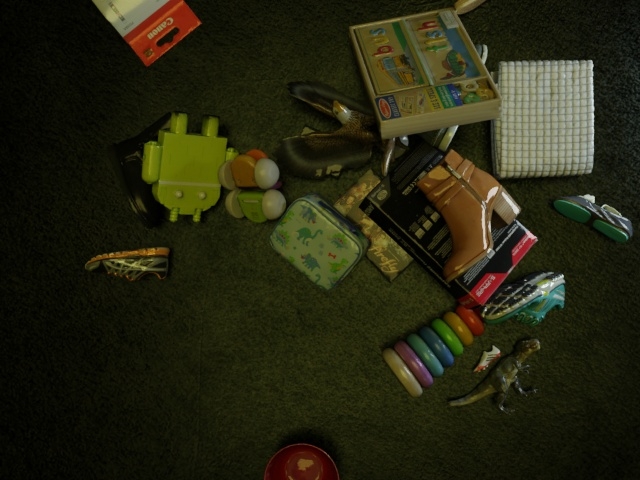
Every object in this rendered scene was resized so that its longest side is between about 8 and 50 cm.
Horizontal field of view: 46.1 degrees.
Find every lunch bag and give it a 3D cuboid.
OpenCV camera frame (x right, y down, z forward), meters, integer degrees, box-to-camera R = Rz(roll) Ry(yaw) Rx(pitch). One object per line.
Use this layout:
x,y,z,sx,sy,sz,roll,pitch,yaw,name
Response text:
0.000,0.000,1.846,0.219,0.090,0.176,40,117,5,lunch bag

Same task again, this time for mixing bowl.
-0.044,0.580,1.858,0.182,0.098,0.181,0,90,3,mixing bowl

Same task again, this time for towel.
0.533,-0.292,1.834,0.235,0.121,0.283,-2,91,5,towel

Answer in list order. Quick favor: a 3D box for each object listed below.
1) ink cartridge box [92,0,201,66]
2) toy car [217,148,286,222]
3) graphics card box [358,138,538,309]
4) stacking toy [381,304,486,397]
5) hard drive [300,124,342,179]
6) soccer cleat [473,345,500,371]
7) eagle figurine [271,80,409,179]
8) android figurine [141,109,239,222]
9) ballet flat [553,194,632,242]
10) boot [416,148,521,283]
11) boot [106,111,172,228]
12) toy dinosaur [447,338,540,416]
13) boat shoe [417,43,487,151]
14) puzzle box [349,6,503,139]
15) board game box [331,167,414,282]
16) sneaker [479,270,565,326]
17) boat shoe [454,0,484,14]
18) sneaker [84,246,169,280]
-0.451,-0.597,1.924,0.189,0.066,0.232,-39,83,2,ink cartridge box
-0.154,-0.138,1.860,0.159,0.136,0.181,2,116,31,toy car
0.303,-0.042,1.799,0.371,0.094,0.233,43,73,1,graphics card box
0.317,0.235,1.833,0.330,0.141,0.141,-36,87,-2,stacking toy
0.004,-0.224,1.907,0.135,0.022,0.094,25,90,4,hard drive
0.410,0.296,1.874,0.083,0.029,0.035,-37,78,-1,soccer cleat
0.056,-0.276,1.827,0.299,0.226,0.225,4,126,32,eagle figurine
-0.321,-0.178,1.852,0.248,0.056,0.272,3,103,-34,android figurine
0.673,-0.067,1.850,0.203,0.074,0.074,29,91,9,ballet flat
0.303,-0.060,1.696,0.220,0.109,0.283,42,70,0,boot
-0.401,-0.179,1.892,0.207,0.094,0.246,-26,82,6,boot
0.455,0.359,1.855,0.268,0.064,0.118,-41,76,3,toy dinosaur
0.315,-0.362,1.809,0.099,0.116,0.319,23,66,5,boat shoe
0.230,-0.399,1.748,0.272,0.052,0.408,-12,46,-1,puzzle box
0.151,-0.038,1.875,0.165,0.042,0.243,-45,87,9,board game box
0.494,0.154,1.787,0.275,0.107,0.109,-16,101,-33,sneaker
0.395,-0.628,1.876,0.170,0.063,0.059,-35,85,-7,boat shoe
-0.487,0.065,1.902,0.215,0.084,0.083,-6,94,2,sneaker
